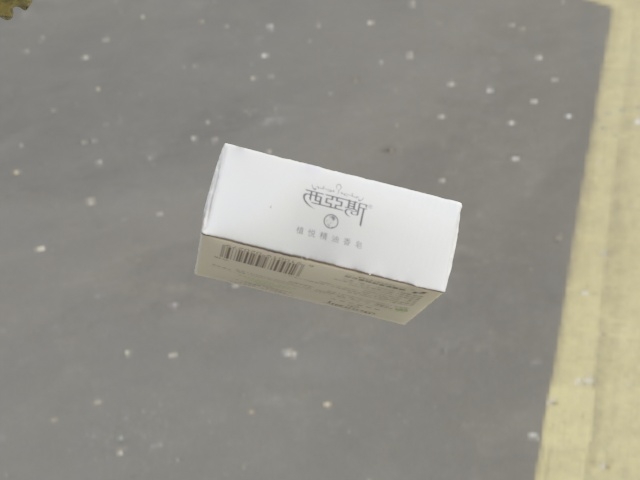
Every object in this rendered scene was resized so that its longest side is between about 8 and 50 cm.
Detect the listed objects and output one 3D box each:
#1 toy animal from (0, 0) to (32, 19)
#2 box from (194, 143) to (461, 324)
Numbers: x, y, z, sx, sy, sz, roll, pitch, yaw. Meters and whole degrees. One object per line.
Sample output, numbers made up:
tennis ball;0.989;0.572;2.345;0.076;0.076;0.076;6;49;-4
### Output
toy animal;-0.308;-0.303;0.979;0.094;0.214;0.186;-43;12;-26
box;0.000;0.000;1.236;0.260;0.111;0.194;12;-15;-6
